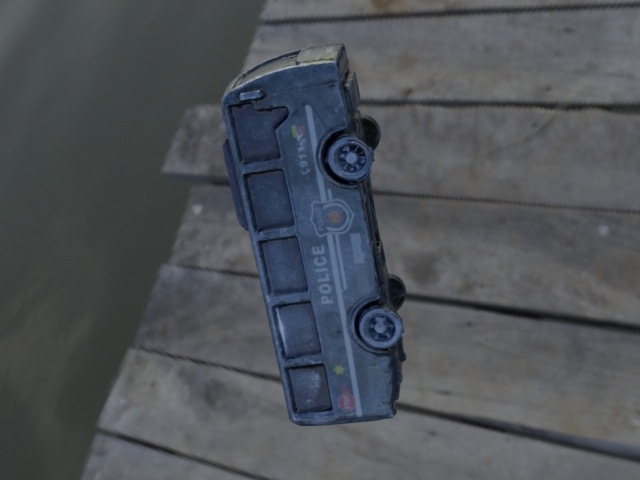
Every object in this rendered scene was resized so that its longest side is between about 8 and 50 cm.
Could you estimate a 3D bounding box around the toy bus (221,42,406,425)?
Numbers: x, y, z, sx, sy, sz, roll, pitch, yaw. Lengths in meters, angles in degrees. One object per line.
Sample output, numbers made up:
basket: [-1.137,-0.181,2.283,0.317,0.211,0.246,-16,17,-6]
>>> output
toy bus: [0.000,0.000,0.553,0.065,0.165,0.047,-8,18,9]
